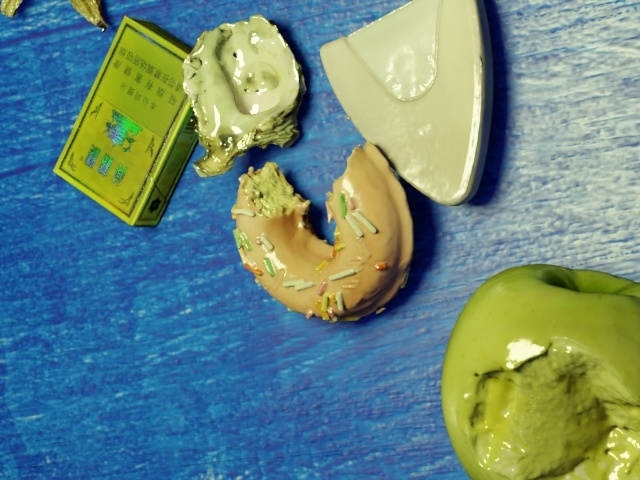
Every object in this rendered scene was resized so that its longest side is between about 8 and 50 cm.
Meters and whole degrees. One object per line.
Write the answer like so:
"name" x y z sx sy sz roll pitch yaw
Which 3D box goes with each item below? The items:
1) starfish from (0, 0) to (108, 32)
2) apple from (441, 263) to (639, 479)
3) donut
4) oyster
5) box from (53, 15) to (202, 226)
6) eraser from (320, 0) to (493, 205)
"starfish" -0.312 -0.365 2.192 0.227 0.043 0.240 40 105 21
"apple" 0.250 0.150 1.758 0.279 0.279 0.279 0 90 29
"donut" 0.000 0.000 1.967 0.233 0.085 0.199 -11 97 40
"oyster" -0.098 -0.161 2.037 0.163 0.081 0.191 38 77 3
"box" -0.219 -0.143 2.127 0.141 0.064 0.220 32 103 24
"eraser" 0.121 -0.150 1.937 0.204 0.059 0.243 -24 75 27
